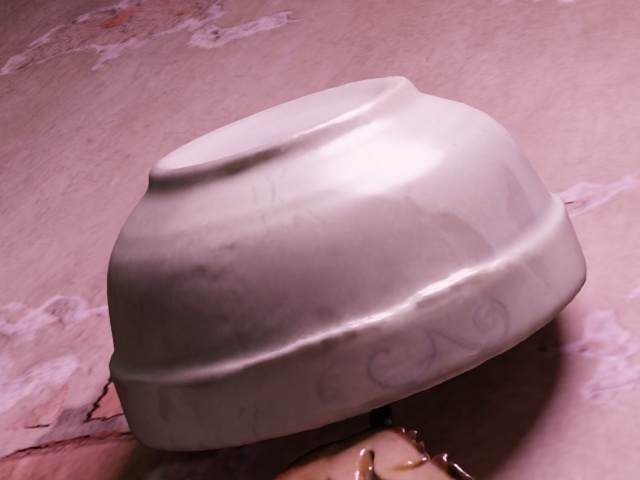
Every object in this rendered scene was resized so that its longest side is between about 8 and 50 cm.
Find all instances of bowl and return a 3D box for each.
[{"bbox_3d":[0.000,0.000,0.848,0.307,0.163,0.307,-19,12,4],"label":"bowl"}]

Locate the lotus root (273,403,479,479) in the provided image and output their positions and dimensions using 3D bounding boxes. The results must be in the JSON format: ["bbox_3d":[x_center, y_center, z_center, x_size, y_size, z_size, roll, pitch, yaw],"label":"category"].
[{"bbox_3d":[0.043,0.182,0.632,0.170,0.075,0.260,-28,27,-10],"label":"lotus root"}]
